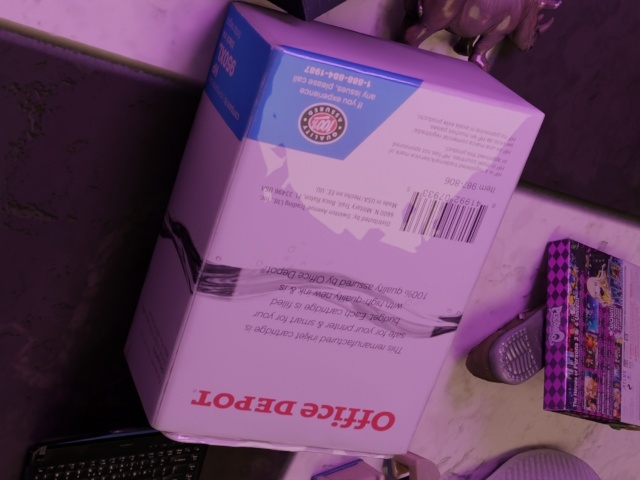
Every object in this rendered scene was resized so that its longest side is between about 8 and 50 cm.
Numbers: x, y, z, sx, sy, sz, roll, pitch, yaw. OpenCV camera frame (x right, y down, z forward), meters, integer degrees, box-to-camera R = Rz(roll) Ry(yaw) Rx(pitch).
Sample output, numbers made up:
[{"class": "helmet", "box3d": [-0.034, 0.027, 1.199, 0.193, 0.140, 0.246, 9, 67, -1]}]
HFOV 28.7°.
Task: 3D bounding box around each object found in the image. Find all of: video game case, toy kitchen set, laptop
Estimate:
[{"class": "video game case", "box3d": [0.382, 0.132, 1.706, 0.210, 0.042, 0.232, 18, 71, -43]}, {"class": "toy kitchen set", "box3d": [0.064, 0.386, 1.677, 0.166, 0.122, 0.207, -14, 106, -34]}, {"class": "laptop", "box3d": [-0.185, 0.271, 1.333, 0.234, 0.136, 0.264, 1, 114, -41]}]

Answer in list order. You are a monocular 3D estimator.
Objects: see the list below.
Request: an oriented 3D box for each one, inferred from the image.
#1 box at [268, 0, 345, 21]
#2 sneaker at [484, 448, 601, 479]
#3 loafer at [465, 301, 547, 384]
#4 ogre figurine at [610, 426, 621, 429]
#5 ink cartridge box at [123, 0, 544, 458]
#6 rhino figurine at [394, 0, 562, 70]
[{"class": "box", "box3d": [0.009, -0.310, 1.134, 0.158, 0.093, 0.156, -33, 135, -21]}, {"class": "sneaker", "box3d": [0.268, 0.420, 1.866, 0.366, 0.135, 0.150, -10, 147, -37]}, {"class": "loafer", "box3d": [0.285, 0.132, 1.702, 0.251, 0.087, 0.094, -14, 93, -46]}, {"class": "ogre figurine", "box3d": [0.461, 0.174, 1.857, 0.118, 0.097, 0.197, -6, 77, -44]}, {"class": "ink cartridge box", "box3d": [0.000, 0.000, 1.234, 0.285, 0.166, 0.395, 11, 111, -25]}, {"class": "rhino figurine", "box3d": [0.177, -0.242, 1.344, 0.243, 0.073, 0.106, -4, 123, -41]}]
